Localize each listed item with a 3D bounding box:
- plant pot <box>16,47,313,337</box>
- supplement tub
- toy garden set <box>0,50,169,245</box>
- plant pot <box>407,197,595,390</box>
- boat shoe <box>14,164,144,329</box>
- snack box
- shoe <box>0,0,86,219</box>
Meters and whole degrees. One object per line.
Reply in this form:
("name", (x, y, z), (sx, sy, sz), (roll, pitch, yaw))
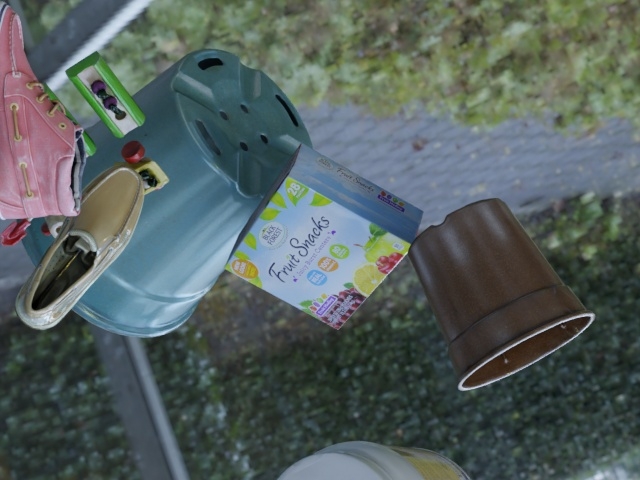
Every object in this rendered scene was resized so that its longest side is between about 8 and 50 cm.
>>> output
("plant pot", (-0.208, -0.084, 1.605), (0.334, 0.341, 0.341), (-36, 161, 35))
("supplement tub", (0.081, 0.411, 1.574), (0.241, 0.241, 0.331), (-26, 158, 19))
("toy garden set", (-0.304, -0.074, 1.271), (0.244, 0.049, 0.204), (-32, 140, 0))
("plant pot", (0.186, 0.054, 1.217), (0.167, 0.165, 0.167), (-25, 160, -9))
("boat shoe", (-0.228, 0.002, 1.079), (0.190, 0.068, 0.072), (-63, -172, -20))
("snack box", (0.000, 0.000, 1.370), (0.207, 0.174, 0.070), (-51, -167, 45))
("shoe", (-0.234, -0.105, 0.900), (0.081, 0.178, 0.063), (0, 180, -1))
